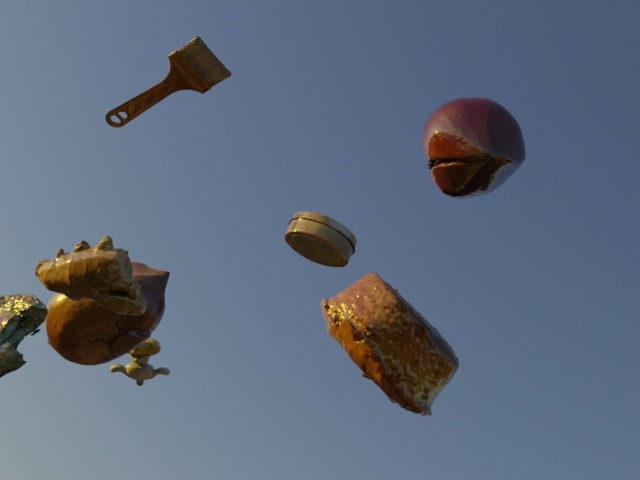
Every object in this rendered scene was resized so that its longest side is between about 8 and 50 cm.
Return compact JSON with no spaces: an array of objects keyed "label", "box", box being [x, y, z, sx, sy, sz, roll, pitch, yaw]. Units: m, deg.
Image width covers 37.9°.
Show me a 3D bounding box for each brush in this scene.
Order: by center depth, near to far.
[{"label":"brush","box":[-0.304,-0.285,1.772,0.272,0.013,0.103,-26,-53,23]}]

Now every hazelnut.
[{"label":"hazelnut","box":[0.285,-0.169,1.735,0.208,0.208,0.208,26,-33,19]}]

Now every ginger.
[{"label":"ginger","box":[-0.373,0.051,1.503,0.206,0.081,0.115,14,-41,14]}]

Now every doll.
[{"label":"doll","box":[-0.413,0.284,2.172,0.135,0.113,0.071,26,5,5]}]

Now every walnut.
[{"label":"walnut","box":[-0.448,0.151,1.994,0.203,0.298,0.203,57,6,-9]}]

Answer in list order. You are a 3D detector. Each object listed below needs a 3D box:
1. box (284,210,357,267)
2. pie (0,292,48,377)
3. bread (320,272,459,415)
[{"label":"box","box":[0.000,0.000,1.359,0.106,0.037,0.105,21,-22,9]},{"label":"pie","box":[-0.672,0.193,1.802,0.303,0.302,0.066,11,-46,36]},{"label":"bread","box":[0.171,0.244,2.203,0.358,0.204,0.337,48,3,-31]}]
